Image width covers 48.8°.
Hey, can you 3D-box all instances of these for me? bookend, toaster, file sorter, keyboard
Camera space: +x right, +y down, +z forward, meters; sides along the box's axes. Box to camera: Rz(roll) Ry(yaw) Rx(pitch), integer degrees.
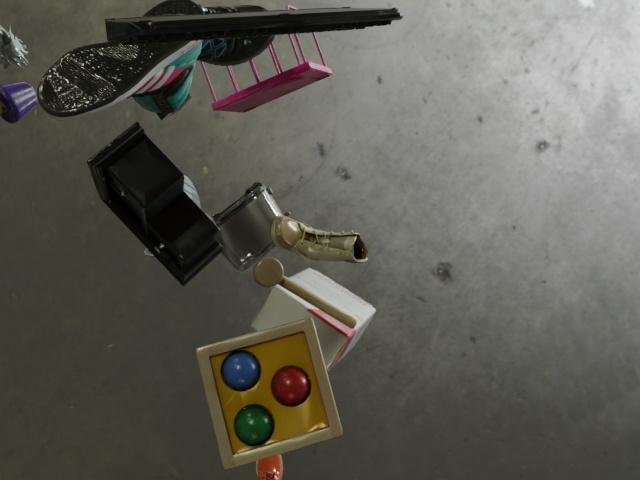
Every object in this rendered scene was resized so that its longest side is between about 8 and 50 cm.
[{"bbox_3d":[-0.187,-0.036,0.832,0.072,0.156,0.157,-44,91,-17],"label":"bookend"},{"bbox_3d":[-0.186,-0.027,1.751,0.227,0.129,0.146,-37,105,3],"label":"toaster"},{"bbox_3d":[-0.153,-0.483,1.896,0.182,0.290,0.202,70,19,-2],"label":"file sorter"},{"bbox_3d":[-0.084,-0.244,0.801,0.317,0.201,0.033,-12,113,-29],"label":"keyboard"}]

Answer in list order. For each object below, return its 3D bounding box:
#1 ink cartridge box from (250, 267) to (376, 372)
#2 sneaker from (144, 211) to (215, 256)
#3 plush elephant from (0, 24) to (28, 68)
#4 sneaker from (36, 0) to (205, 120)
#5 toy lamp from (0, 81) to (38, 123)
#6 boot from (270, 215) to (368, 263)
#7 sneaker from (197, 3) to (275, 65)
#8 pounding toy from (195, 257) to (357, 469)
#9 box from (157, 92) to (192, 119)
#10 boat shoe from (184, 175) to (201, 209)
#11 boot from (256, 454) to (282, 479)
[{"bbox_3d":[-0.009,0.195,1.782,0.226,0.306,0.131,32,102,12],"label":"ink cartridge box"},{"bbox_3d":[-0.394,-0.026,1.700,0.153,0.282,0.099,-18,107,-44],"label":"sneaker"},{"bbox_3d":[-0.816,-0.456,1.471,0.255,0.330,0.272,-17,50,13],"label":"plush elephant"},{"bbox_3d":[-0.315,-0.259,1.154,0.295,0.178,0.124,-38,80,-21],"label":"sneaker"},{"bbox_3d":[-0.654,-0.221,1.312,0.274,0.080,0.080,-39,96,-36],"label":"toy lamp"},{"bbox_3d":[0.000,0.000,1.586,0.213,0.165,0.077,33,66,-54],"label":"boot"},{"bbox_3d":[-0.241,-0.456,1.554,0.340,0.139,0.125,-20,88,-22],"label":"sneaker"},{"bbox_3d":[-0.040,0.116,0.767,0.180,0.094,0.206,-14,84,-6],"label":"pounding toy"},{"bbox_3d":[-0.297,-0.283,1.337,0.083,0.062,0.052,54,49,-7],"label":"box"},{"bbox_3d":[-0.324,-0.105,1.472,0.075,0.226,0.083,-10,65,12],"label":"boat shoe"},{"bbox_3d":[-0.107,0.511,1.502,0.059,0.085,0.158,4,67,-8],"label":"boot"}]
